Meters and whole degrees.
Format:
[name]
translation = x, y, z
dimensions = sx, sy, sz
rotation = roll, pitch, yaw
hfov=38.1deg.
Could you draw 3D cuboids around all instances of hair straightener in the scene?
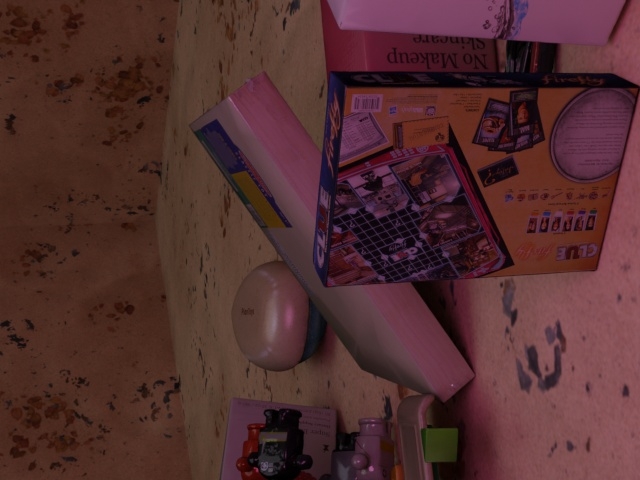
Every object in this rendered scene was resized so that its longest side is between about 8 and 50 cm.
[hair straightener]
translation = 0.180, -0.128, 0.865
dimensions = 0.089, 0.047, 0.230
rotation = -155, 63, -70

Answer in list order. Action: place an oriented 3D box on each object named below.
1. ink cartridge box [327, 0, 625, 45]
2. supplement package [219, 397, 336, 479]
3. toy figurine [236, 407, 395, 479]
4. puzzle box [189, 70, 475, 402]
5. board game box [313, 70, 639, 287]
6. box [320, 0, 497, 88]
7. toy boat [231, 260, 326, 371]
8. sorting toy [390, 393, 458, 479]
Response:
[ink cartridge box]
translation = 0.121, -0.271, 0.721
dimensions = 0.171, 0.232, 0.168
rotation = -109, 26, -44
[supplement package]
translation = -0.074, 0.418, 1.430
dimensions = 0.293, 0.177, 0.175
rotation = -88, 7, -47
[toy figurine]
translation = -0.006, 0.321, 1.260
dimensions = 0.213, 0.209, 0.148
rotation = 129, 147, -65
[puzzle box]
translation = 0.000, 0.000, 1.102
dimensions = 0.409, 0.052, 0.272
rotation = 55, 167, -11
[board game box]
translation = 0.120, -0.049, 0.737
dimensions = 0.042, 0.243, 0.165
rotation = -123, 35, -59
[box]
translation = 0.091, -0.190, 0.971
dimensions = 0.127, 0.148, 0.232
rotation = 157, 109, -71
[toy boat]
translation = -0.066, 0.194, 1.597
dimensions = 0.267, 0.148, 0.318
rotation = -175, 90, -68
[sorting toy]
translation = 0.121, 0.271, 1.035
dimensions = 0.348, 0.047, 0.196
rotation = 105, 164, -80
